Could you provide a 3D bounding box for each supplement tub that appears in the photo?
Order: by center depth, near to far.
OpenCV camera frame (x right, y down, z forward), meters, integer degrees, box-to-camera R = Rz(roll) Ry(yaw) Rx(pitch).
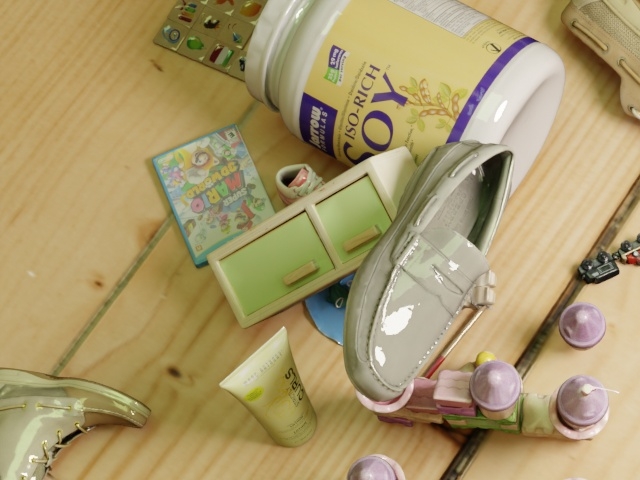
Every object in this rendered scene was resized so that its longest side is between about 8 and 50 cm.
[{"bbox_3d":[0.100,-0.188,1.870,0.331,0.241,0.241,30,73,19],"label":"supplement tub"}]

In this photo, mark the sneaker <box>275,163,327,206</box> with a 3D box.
[{"bbox_3d":[-0.001,-0.051,1.893,0.134,0.070,0.051,26,70,28],"label":"sneaker"}]

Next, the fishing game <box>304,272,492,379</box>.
[{"bbox_3d":[0.070,0.045,1.880,0.264,0.041,0.189,38,78,21],"label":"fishing game"}]

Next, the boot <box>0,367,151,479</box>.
[{"bbox_3d":[-0.315,0.244,1.823,0.213,0.077,0.165,7,67,17],"label":"boot"}]

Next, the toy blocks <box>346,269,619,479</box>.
[{"bbox_3d":[0.175,0.154,1.675,0.288,0.260,0.309,5,75,10],"label":"toy blocks"}]

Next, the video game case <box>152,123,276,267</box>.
[{"bbox_3d":[-0.132,-0.058,1.967,0.119,0.015,0.166,-23,65,-3],"label":"video game case"}]

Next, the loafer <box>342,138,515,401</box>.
[{"bbox_3d":[0.116,0.023,1.614,0.111,0.112,0.319,-13,46,49],"label":"loafer"}]

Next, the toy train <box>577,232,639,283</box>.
[{"bbox_3d":[0.385,0.013,1.857,0.158,0.027,0.036,-25,69,-3],"label":"toy train"}]

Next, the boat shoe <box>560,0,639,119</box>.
[{"bbox_3d":[0.428,-0.194,1.910,0.110,0.121,0.341,-48,59,27],"label":"boat shoe"}]

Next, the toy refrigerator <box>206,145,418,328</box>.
[{"bbox_3d":[0.000,0.000,1.789,0.269,0.094,0.102,-29,86,34],"label":"toy refrigerator"}]

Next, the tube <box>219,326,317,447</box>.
[{"bbox_3d":[-0.053,0.171,1.729,0.062,0.240,0.070,3,66,12],"label":"tube"}]

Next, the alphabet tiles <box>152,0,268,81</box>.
[{"bbox_3d":[-0.084,-0.325,2.084,0.198,0.009,0.237,24,71,18],"label":"alphabet tiles"}]
